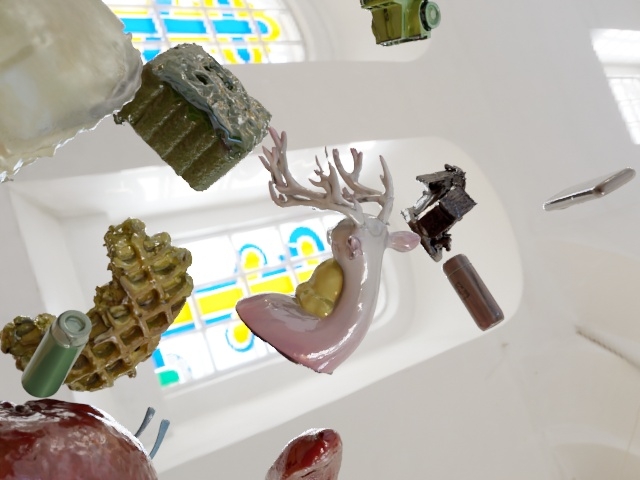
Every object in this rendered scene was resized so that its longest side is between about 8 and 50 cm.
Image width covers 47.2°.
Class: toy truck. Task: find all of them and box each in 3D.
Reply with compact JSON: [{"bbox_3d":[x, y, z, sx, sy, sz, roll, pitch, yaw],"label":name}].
[{"bbox_3d":[0.103,-0.456,1.227,0.128,0.135,0.259,3,-67,44],"label":"toy truck"}]

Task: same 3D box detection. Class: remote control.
[{"bbox_3d":[0.416,-0.073,1.150,0.029,0.067,0.261,60,-1,2],"label":"remote control"}]

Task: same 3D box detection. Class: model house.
[{"bbox_3d":[0.254,-0.061,1.496,0.164,0.203,0.141,-40,-68,11],"label":"model house"}]

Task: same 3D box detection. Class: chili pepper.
[{"bbox_3d":[-0.027,0.409,1.368,0.252,0.144,0.136,99,3,-57],"label":"chili pepper"}]

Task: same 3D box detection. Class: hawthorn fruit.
[{"bbox_3d":[-0.265,0.282,0.599,0.265,0.265,0.307,-4,-98,48],"label":"hawthorn fruit"}]

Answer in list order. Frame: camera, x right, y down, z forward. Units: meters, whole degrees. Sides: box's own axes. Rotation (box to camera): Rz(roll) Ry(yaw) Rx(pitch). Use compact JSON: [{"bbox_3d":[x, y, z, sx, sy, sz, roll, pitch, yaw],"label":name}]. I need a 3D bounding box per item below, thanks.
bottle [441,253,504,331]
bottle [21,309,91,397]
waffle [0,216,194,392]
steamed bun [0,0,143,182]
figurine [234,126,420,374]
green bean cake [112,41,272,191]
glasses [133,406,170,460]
[{"bbox_3d":[0.270,0.091,1.301,0.053,0.053,0.140,-47,-115,43],"label":"bottle"},{"bbox_3d":[-0.197,0.085,0.548,0.030,0.030,0.083,55,-52,21],"label":"bottle"},{"bbox_3d":[-0.214,0.069,0.732,0.194,0.149,0.051,-52,-138,5],"label":"waffle"},{"bbox_3d":[-0.287,-0.137,0.564,0.290,0.272,0.273,-96,167,-63],"label":"steamed bun"},{"bbox_3d":[-0.005,0.001,1.134,0.315,0.206,0.284,-53,-123,15],"label":"figurine"},{"bbox_3d":[-0.237,-0.248,1.420,0.156,0.247,0.250,-38,-79,26],"label":"green bean cake"},{"bbox_3d":[-0.379,0.401,1.346,0.220,0.088,0.190,-61,-161,-13],"label":"glasses"}]
